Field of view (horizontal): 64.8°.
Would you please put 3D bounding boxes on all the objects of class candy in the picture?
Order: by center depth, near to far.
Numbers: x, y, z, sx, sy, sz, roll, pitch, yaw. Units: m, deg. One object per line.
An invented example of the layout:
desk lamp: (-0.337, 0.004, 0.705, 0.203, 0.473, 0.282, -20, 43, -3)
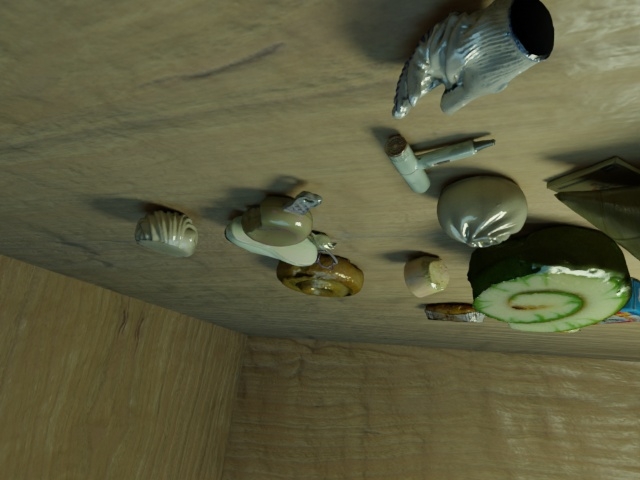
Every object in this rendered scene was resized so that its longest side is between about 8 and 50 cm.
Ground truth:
candy: (0.840, 0.196, 1.536, 0.157, 0.100, 0.306, 18, 160, -29)

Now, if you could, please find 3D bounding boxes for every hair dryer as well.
hair dryer: (0.223, -0.140, 0.881, 0.183, 0.044, 0.155, -5, 160, 25)

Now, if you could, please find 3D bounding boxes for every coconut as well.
coconut: (0.299, 0.104, 1.458, 0.116, 0.116, 0.122, 21, 152, -34)

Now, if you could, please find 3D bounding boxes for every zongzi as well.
zongzi: (0.565, 0.040, 0.821, 0.318, 0.289, 0.154, -3, 157, 5)

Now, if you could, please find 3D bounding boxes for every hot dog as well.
hot dog: (0.526, 0.287, 1.992, 0.253, 0.069, 0.131, -5, 167, 41)

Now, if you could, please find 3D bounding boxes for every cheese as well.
cheese: (-0.081, -0.060, 1.184, 0.163, 0.082, 0.286, 14, 158, -20)

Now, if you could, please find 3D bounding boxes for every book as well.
book: (0.540, -0.092, 0.925, 0.199, 0.016, 0.138, 16, 160, -24)

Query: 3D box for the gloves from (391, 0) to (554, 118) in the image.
gloves: (0.166, -0.209, 0.605, 0.119, 0.097, 0.229, 32, 151, -24)

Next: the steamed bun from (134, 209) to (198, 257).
steamed bun: (-0.415, -0.026, 1.377, 0.183, 0.106, 0.183, 11, 162, 4)

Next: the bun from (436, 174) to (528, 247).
bun: (0.316, -0.046, 0.995, 0.173, 0.119, 0.172, 6, 159, 2)

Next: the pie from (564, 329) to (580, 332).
pie: (0.691, 0.182, 1.474, 0.205, 0.084, 0.178, 17, 128, 23)

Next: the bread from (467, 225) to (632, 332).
bread: (0.552, 0.107, 1.249, 0.367, 0.129, 0.381, 1, 148, 6)

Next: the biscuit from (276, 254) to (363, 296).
biscuit: (-0.002, 0.127, 1.676, 0.297, 0.101, 0.296, 9, 161, 3)

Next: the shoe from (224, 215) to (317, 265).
shoe: (-0.140, 0.002, 1.382, 0.265, 0.095, 0.110, 24, 162, -27)

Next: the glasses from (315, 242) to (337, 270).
glasses: (0.000, 0.038, 1.465, 0.140, 0.062, 0.104, 13, 160, -17)

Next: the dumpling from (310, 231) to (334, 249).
dumpling: (0.000, 0.001, 1.390, 0.077, 0.043, 0.059, 11, -176, -21)
